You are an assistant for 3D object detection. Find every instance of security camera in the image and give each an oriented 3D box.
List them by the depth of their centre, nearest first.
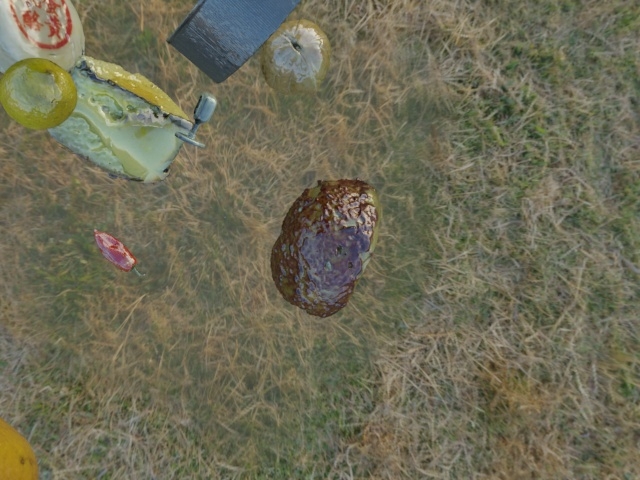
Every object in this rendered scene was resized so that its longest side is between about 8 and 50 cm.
[{"bbox_3d":[-0.210,-0.212,0.896,0.058,0.058,0.092,22,101,-11],"label":"security camera"}]

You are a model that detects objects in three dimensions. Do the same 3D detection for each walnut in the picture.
[{"bbox_3d":[-0.035,-0.254,0.732,0.105,0.124,0.105,1,83,-5],"label":"walnut"}]

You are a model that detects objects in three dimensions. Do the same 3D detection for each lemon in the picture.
[{"bbox_3d":[-0.256,-0.131,0.471,0.062,0.083,0.062,14,68,-37],"label":"lemon"}]

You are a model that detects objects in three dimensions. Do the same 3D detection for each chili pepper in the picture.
[{"bbox_3d":[-0.554,0.039,1.418,0.191,0.050,0.059,43,68,4],"label":"chili pepper"}]

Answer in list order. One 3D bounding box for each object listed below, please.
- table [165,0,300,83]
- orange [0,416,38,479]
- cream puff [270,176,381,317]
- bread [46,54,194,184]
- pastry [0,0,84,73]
[{"bbox_3d":[-0.043,-0.168,0.340,0.043,0.133,0.133,38,85,-26],"label":"table"},{"bbox_3d":[-0.307,0.199,0.407,0.156,0.156,0.134,-16,63,-9],"label":"orange"},{"bbox_3d":[0.000,0.000,0.512,0.084,0.149,0.149,22,88,-13],"label":"cream puff"},{"bbox_3d":[-0.413,-0.242,1.083,0.262,0.162,0.204,33,108,-21],"label":"bread"},{"bbox_3d":[-0.645,-0.470,1.139,0.133,0.265,0.265,-1,93,23],"label":"pastry"}]
